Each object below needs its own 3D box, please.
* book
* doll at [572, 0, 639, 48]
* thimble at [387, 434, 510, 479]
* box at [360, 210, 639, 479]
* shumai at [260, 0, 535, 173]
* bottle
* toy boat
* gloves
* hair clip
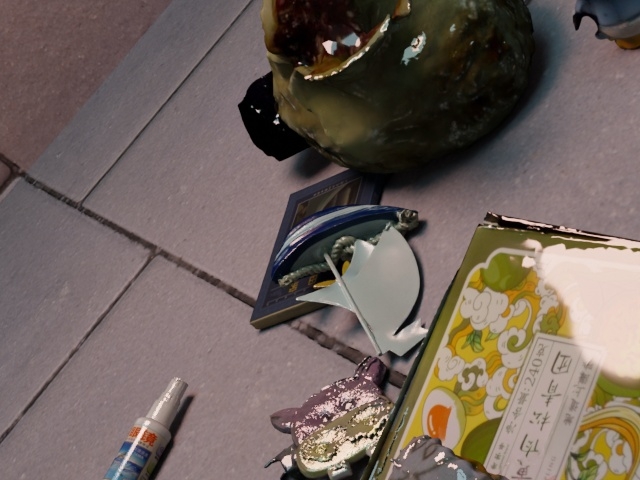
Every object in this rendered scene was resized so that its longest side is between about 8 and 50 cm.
[{"bbox_3d":[0.000,0.000,1.775,0.191,0.025,0.269,-22,36,36],"label":"book"},{"bbox_3d":[0.335,-0.380,1.505,0.177,0.314,0.141,-35,27,19],"label":"doll"},{"bbox_3d":[0.110,0.229,0.900,0.118,0.127,0.151,-60,31,-2],"label":"thimble"},{"bbox_3d":[0.215,0.200,1.024,0.373,0.138,0.420,12,76,56],"label":"box"},{"bbox_3d":[0.061,-0.307,1.668,0.395,0.348,0.395,-17,56,27],"label":"shumai"},{"bbox_3d":[-0.250,0.292,1.706,0.060,0.060,0.217,-8,45,49],"label":"bottle"},{"bbox_3d":[0.058,0.048,1.569,0.220,0.067,0.291,-25,37,-5],"label":"toy boat"},{"bbox_3d":[0.002,-0.256,1.973,0.301,0.152,0.197,-44,49,-9],"label":"gloves"},{"bbox_3d":[0.014,0.231,1.431,0.187,0.056,0.146,-39,36,7],"label":"hair clip"}]
